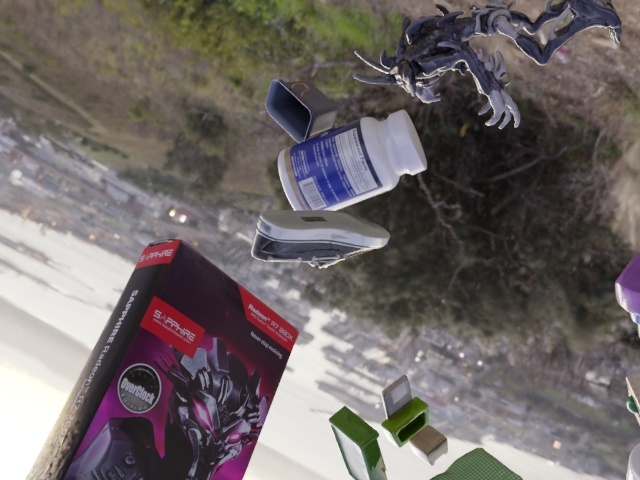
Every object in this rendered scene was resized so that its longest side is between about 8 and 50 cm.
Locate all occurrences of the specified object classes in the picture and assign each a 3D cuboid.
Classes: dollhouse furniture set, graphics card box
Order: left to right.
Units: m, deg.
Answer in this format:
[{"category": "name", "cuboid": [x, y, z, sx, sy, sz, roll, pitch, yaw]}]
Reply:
[{"category": "graphics card box", "cuboid": [-0.184, 0.211, 0.956, 0.094, 0.370, 0.233, -9, 138, 44]}, {"category": "dollhouse furniture set", "cuboid": [0.192, 0.371, 1.333, 0.301, 0.198, 0.151, 29, 143, 48]}]

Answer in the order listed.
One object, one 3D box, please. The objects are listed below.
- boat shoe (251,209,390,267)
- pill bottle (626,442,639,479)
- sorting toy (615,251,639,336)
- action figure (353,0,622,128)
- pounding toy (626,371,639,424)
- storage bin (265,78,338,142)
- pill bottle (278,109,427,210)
[{"category": "boat shoe", "cuboid": [0.000, 0.000, 1.143, 0.219, 0.070, 0.078, 4, -152, -31]}, {"category": "pill bottle", "cuboid": [0.178, 0.162, 0.402, 0.065, 0.065, 0.116, 14, 119, 36]}, {"category": "sorting toy", "cuboid": [0.431, 0.132, 0.711, 0.365, 0.127, 0.126, 32, 152, 48]}, {"category": "action figure", "cuboid": [0.181, -0.200, 0.857, 0.276, 0.164, 0.141, -16, 124, 20]}, {"category": "pounding toy", "cuboid": [0.599, 0.298, 1.375, 0.141, 0.100, 0.130, -20, 136, 10]}, {"category": "storage bin", "cuboid": [-0.032, -0.278, 1.602, 0.135, 0.091, 0.098, 46, 137, 27]}, {"category": "pill bottle", "cuboid": [0.064, -0.151, 1.536, 0.265, 0.153, 0.153, -19, 145, 15]}]
